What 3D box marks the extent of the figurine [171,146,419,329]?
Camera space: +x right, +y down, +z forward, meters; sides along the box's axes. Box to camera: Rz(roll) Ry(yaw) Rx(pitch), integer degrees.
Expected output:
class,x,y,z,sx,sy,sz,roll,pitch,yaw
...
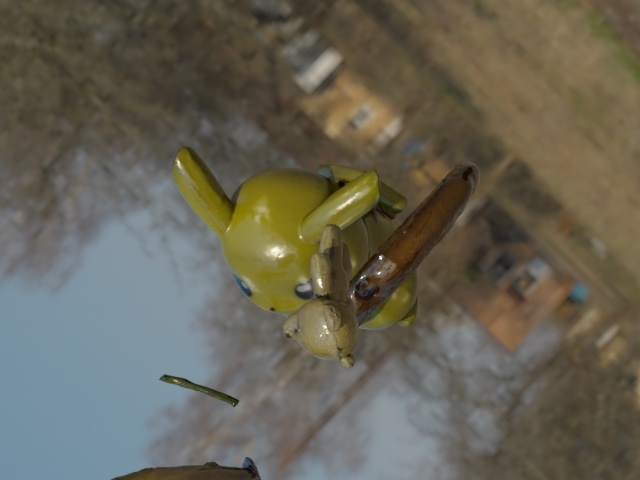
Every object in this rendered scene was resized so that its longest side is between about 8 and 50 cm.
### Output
class,x,y,z,sx,sy,sz,roll,pitch,yaw
figurine,0.003,0.002,1.827,0.218,0.169,0.326,3,172,24

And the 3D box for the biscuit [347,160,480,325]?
class,x,y,z,sx,sy,sz,roll,pitch,yaw
biscuit,0.068,0.013,1.525,0.036,0.212,0.212,43,-175,1

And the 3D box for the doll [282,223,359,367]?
class,x,y,z,sx,sy,sz,roll,pitch,yaw
doll,0.011,0.037,1.143,0.051,0.093,0.061,8,146,28

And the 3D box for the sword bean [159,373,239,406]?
class,x,y,z,sx,sy,sz,roll,pitch,yaw
sword bean,-0.122,0.150,1.741,0.083,0.012,0.012,20,-173,-4

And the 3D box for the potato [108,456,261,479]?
class,x,y,z,sx,sy,sz,roll,pitch,yaw
potato,-0.168,0.288,1.307,0.229,0.266,0.229,171,90,-80
